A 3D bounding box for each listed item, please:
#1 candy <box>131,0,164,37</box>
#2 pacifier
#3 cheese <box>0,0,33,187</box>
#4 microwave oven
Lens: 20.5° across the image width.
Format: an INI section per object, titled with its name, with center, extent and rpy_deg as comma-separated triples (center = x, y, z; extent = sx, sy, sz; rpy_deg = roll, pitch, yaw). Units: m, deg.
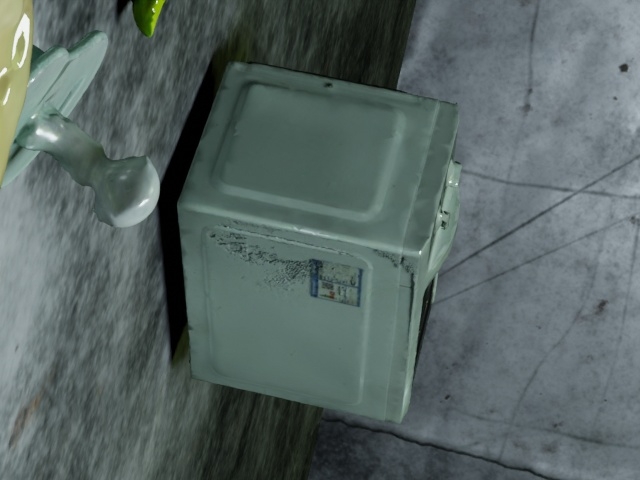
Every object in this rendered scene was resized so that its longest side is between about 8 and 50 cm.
[candy]
center = -0.079, -0.262, 1.142
extent = 0.246, 0.069, 0.149
rpy_deg = 97, 7, -48
[pacifier]
center = -0.140, -0.044, 0.932
extent = 0.127, 0.116, 0.150
rpy_deg = -51, -179, 11
[cheese]
center = -0.185, -0.057, 0.589
extent = 0.214, 0.117, 0.226
rpy_deg = -62, 160, -48
[microwave oven]
center = 0.000, 0.000, 1.571
extent = 0.295, 0.237, 0.181
rpy_deg = 92, 13, -57
